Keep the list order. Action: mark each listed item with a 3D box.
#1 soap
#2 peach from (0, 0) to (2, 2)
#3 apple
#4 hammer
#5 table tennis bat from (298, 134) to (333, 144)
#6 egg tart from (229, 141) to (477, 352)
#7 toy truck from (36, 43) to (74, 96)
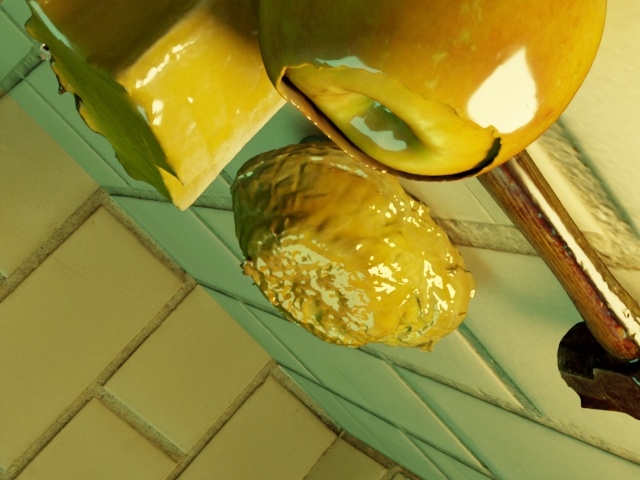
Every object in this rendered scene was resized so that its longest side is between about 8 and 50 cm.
[{"bbox_3d":[-0.079,-0.185,0.682,0.143,0.281,0.259,36,165,14],"label":"soap"},{"bbox_3d":[-0.628,-0.492,1.299,0.292,0.247,0.292,15,138,14],"label":"peach"},{"bbox_3d":[0.070,-0.147,0.555,0.237,0.207,0.237,39,167,11],"label":"apple"},{"bbox_3d":[0.258,0.032,0.818,0.409,0.095,0.242,48,164,-14],"label":"hammer"},{"bbox_3d":[0.058,-0.058,1.159,0.244,0.040,0.153,43,160,5],"label":"table tennis bat"},{"bbox_3d":[0.008,0.034,1.112,0.339,0.153,0.352,-18,113,42],"label":"egg tart"},{"bbox_3d":[-0.476,-0.330,1.621,0.114,0.098,0.227,41,167,27],"label":"toy truck"}]
